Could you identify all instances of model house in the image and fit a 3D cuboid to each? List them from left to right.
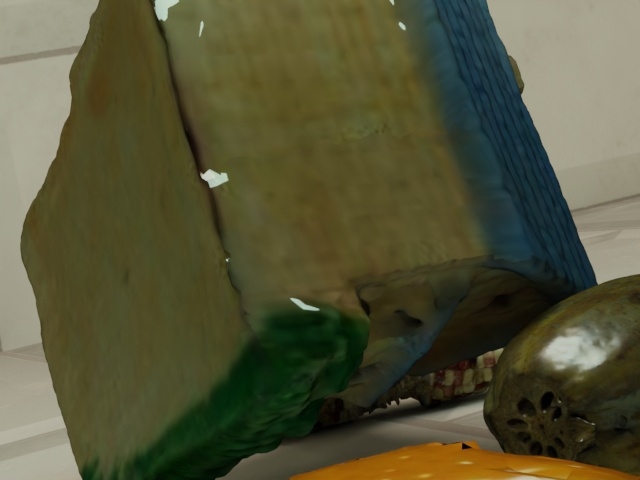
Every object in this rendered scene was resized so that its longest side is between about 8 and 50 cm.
[{"bbox_3d":[0.000,0.000,1.082,0.343,0.334,0.382,-7,-24,-30],"label":"model house"}]

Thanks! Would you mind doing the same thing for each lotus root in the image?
[{"bbox_3d":[0.203,0.089,0.954,0.123,0.124,0.241,7,16,44],"label":"lotus root"}]

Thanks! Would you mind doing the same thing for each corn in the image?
[{"bbox_3d":[0.046,0.113,1.317,0.290,0.098,0.098,-8,4,0],"label":"corn"}]

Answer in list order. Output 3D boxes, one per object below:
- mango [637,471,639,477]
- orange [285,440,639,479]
[{"bbox_3d":[0.226,0.085,0.496,0.254,0.175,0.139,-16,20,-13],"label":"mango"},{"bbox_3d":[0.038,0.143,0.319,0.234,0.182,0.234,2,3,0],"label":"orange"}]
